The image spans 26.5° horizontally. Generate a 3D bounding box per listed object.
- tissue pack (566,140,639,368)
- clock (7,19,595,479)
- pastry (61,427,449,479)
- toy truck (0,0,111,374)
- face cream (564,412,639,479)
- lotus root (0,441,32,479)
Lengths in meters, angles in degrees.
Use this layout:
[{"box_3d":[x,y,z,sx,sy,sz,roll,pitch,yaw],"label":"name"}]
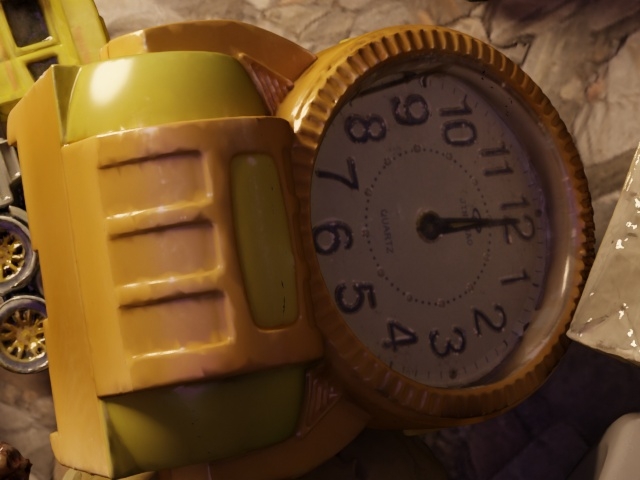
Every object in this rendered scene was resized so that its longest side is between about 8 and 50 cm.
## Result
[{"box_3d":[0.258,0.024,0.789,0.196,0.092,0.148,22,90,-29],"label":"tissue pack"},{"box_3d":[0.000,0.000,0.777,0.317,0.200,0.244,-8,90,-31],"label":"clock"},{"box_3d":[-0.046,0.222,0.825,0.256,0.170,0.237,-5,85,12],"label":"pastry"},{"box_3d":[-0.162,-0.041,0.870,0.157,0.124,0.272,-19,89,-9],"label":"toy truck"},{"box_3d":[0.272,0.277,0.757,0.357,0.219,0.312,30,92,4],"label":"face cream"},{"box_3d":[-0.325,0.228,0.857,0.342,0.169,0.152,-26,91,5],"label":"lotus root"}]
